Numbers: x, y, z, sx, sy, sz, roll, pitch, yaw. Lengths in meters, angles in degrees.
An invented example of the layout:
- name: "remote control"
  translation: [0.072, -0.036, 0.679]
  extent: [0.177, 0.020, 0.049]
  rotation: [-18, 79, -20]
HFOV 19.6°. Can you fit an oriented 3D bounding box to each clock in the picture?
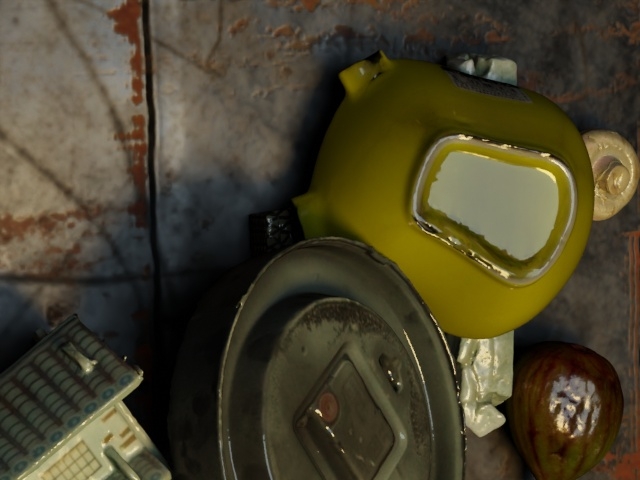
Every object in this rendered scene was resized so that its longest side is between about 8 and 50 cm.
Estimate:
- name: "clock"
  translation: [0.003, 0.152, 1.442]
  extent: [0.312, 0.061, 0.313]
  rotation: [17, 68, -49]

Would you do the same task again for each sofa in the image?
- name: "sofa"
  translation: [0.000, 0.000, 1.577]
  extent: [0.118, 0.039, 0.060]
  rotation: [-5, 95, -27]

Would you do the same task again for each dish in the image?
- name: "dish"
  translation: [0.122, -0.037, 1.533]
  extent: [0.262, 0.108, 0.221]
  rotation: [23, 87, -18]

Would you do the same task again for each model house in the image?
- name: "model house"
  translation: [-0.210, 0.206, 1.406]
  extent: [0.224, 0.198, 0.215]
  rotation: [-41, 117, -16]

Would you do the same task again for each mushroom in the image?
- name: "mushroom"
  translation: [0.253, -0.060, 1.680]
  extent: [0.083, 0.067, 0.084]
  rotation: [-7, 105, -27]

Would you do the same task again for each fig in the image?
- name: "fig"
  translation: [0.213, 0.168, 1.668]
  extent: [0.109, 0.103, 0.155]
  rotation: [16, 97, 5]

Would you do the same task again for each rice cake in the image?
- name: "rice cake"
  translation: [0.139, 0.003, 1.632]
  extent: [0.063, 0.066, 0.336]
  rotation: [-3, 95, -15]
